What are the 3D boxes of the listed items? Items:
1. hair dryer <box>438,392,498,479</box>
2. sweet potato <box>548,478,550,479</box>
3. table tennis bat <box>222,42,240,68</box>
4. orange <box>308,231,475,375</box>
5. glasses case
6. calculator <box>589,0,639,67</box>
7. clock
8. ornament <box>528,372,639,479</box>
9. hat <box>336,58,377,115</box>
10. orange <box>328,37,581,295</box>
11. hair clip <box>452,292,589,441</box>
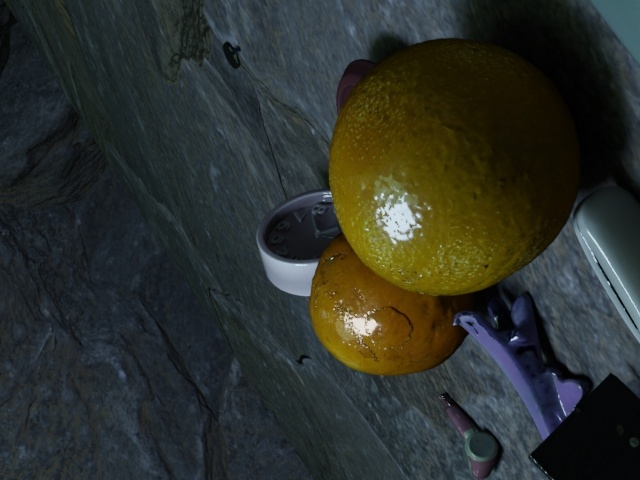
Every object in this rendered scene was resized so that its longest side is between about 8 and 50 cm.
[{"bbox_3d":[0.246,0.321,1.881,0.106,0.054,0.154,83,162,-59],"label":"hair dryer"},{"bbox_3d":[0.390,0.472,1.633,0.114,0.092,0.341,-5,115,52],"label":"sweet potato"},{"bbox_3d":[-0.157,-0.333,1.992,0.050,0.007,0.083,62,164,-6],"label":"table tennis bat"},{"bbox_3d":[0.100,0.079,1.565,0.240,0.240,0.240,51,160,27],"label":"orange"},{"bbox_3d":[0.329,0.034,1.146,0.193,0.074,0.049,59,159,2],"label":"glasses case"},{"bbox_3d":[0.291,-0.201,0.931,0.246,0.045,0.141,56,162,11],"label":"calculator"},{"bbox_3d":[0.000,0.000,1.778,0.197,0.197,0.068,40,152,47],"label":"clock"},{"bbox_3d":[0.339,0.284,1.371,0.153,0.166,0.196,47,161,12],"label":"ornament"},{"bbox_3d":[0.100,-0.148,1.461,0.205,0.089,0.205,52,156,34],"label":"hat"},{"bbox_3d":[0.139,-0.075,1.177,0.274,0.274,0.274,51,160,27],"label":"orange"},{"bbox_3d":[0.291,0.183,1.484,0.278,0.090,0.137,55,150,-10],"label":"hair clip"}]
